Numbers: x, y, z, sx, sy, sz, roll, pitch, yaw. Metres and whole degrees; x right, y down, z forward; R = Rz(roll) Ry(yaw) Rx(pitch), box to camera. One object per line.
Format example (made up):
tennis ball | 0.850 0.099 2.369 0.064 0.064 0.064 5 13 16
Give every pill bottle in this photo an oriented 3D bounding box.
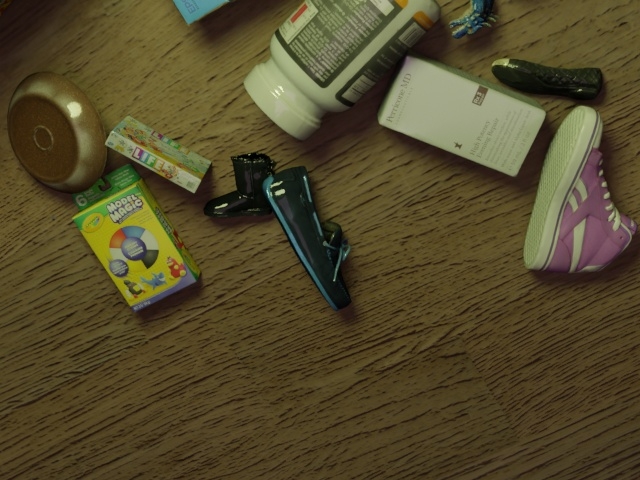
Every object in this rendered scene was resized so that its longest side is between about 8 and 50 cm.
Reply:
pill bottle | 0.027 -0.288 1.325 0.162 0.162 0.278 43 107 -13

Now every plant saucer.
plant saucer | -0.423 -0.163 1.420 0.199 0.036 0.198 12 115 26

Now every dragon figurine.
dragon figurine | 0.269 -0.425 1.302 0.144 0.085 0.289 41 108 -12

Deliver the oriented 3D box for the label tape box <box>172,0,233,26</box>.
label tape box | -0.103 -0.495 1.281 0.334 0.106 0.240 -27 107 13

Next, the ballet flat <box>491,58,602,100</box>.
ballet flat | 0.346 -0.253 1.394 0.173 0.057 0.049 11 71 -3

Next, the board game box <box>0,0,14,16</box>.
board game box | -0.461 -0.385 1.235 0.308 0.302 0.086 -42 104 17

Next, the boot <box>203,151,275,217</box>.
boot | -0.132 -0.090 1.472 0.121 0.045 0.099 -3 113 -4

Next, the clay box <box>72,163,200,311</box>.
clay box | -0.312 -0.004 1.509 0.127 0.053 0.222 -27 108 12

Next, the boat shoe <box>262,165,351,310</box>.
boat shoe | 0.000 0.000 1.463 0.089 0.109 0.258 -30 119 -5

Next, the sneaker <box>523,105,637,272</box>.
sneaker | 0.430 -0.074 1.431 0.161 0.102 0.282 7 122 -4

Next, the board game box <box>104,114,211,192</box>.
board game box | -0.252 -0.137 1.428 0.154 0.103 0.026 29 109 -9

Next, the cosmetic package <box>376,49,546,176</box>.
cosmetic package | 0.213 -0.197 1.395 0.231 0.085 0.117 19 110 -6
